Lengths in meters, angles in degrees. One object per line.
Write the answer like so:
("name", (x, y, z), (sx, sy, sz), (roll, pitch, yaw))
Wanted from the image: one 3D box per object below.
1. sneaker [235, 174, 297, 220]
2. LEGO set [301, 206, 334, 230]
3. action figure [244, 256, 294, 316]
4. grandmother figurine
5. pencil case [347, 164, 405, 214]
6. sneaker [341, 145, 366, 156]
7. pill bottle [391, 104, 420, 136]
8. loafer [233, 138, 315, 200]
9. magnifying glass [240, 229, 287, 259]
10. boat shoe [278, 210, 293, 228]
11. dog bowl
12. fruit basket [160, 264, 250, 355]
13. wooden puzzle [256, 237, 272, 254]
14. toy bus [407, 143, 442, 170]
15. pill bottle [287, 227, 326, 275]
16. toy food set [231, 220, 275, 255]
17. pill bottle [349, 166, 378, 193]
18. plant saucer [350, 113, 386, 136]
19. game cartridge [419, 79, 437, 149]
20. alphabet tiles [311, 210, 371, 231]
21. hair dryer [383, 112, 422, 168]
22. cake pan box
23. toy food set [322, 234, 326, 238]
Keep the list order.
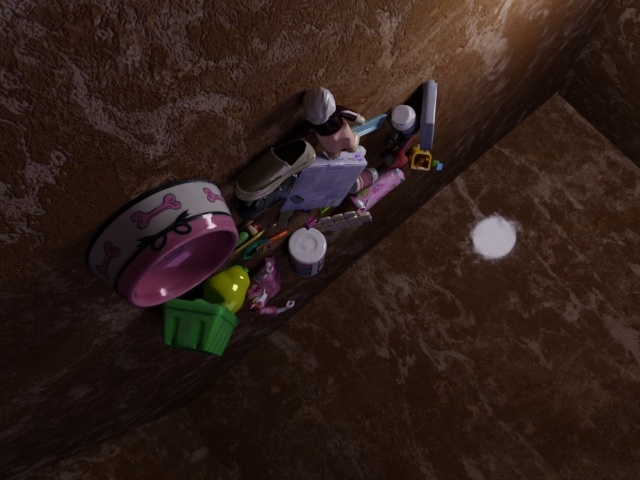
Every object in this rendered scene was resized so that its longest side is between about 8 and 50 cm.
("sneaker", (-0.172, -0.151, 1.483), (0.227, 0.087, 0.130), (-34, 172, 0))
("LEGO set", (-0.012, -0.132, 1.975), (0.227, 0.087, 0.093), (-39, 171, -29))
("action figure", (-0.274, 0.215, 2.066), (0.275, 0.248, 0.370), (-18, -164, 12))
("grandmother figurine", (0.021, -0.338, 1.384), (0.207, 0.104, 0.342), (-26, 165, 6))
("pencil case", (0.262, -0.242, 2.245), (0.284, 0.124, 0.124), (-41, 166, 4))
("sneaker", (0.091, -0.246, 1.838), (0.129, 0.111, 0.297), (-34, 166, -42))
("pill bottle", (0.318, -0.453, 1.789), (0.094, 0.094, 0.169), (-43, 165, 14))
("loafer", (-0.136, -0.214, 1.365), (0.268, 0.102, 0.092), (-36, 158, -12))
("magnifying glass", (-0.233, 0.013, 1.977), (0.231, 0.026, 0.092), (-28, 162, -33))
("boat shoe", (-0.131, -0.103, 1.837), (0.133, 0.049, 0.042), (114, 1, -47))
("dog bowl", (-0.405, 0.023, 1.301), (0.408, 0.150, 0.408), (-37, 166, -11))
("fruit basket", (-0.440, 0.257, 1.874), (0.392, 0.283, 0.392), (9, 90, -87))
("wooden puzzle", (-0.230, 0.028, 1.953), (0.078, 0.014, 0.116), (-38, 165, -5))
("toy bus", (0.478, -0.410, 2.301), (0.191, 0.202, 0.104), (-18, 125, -39))
("pill bottle", (-0.066, 0.072, 2.264), (0.176, 0.176, 0.318), (-36, 166, -14))
("toy food set", (-0.272, -0.023, 1.691), (0.218, 0.071, 0.128), (-36, -170, -7))
("pill bottle", (0.176, -0.262, 2.034), (0.152, 0.086, 0.086), (-28, 162, -39))
("plant saucer", (0.157, -0.402, 1.692), (0.192, 0.018, 0.067), (-31, 164, -33))
("game cartridge", (0.418, -0.465, 1.851), (0.060, 0.196, 0.294), (0, 171, 11))
("alphabet tiles", (0.100, -0.085, 2.258), (0.284, 0.021, 0.278), (-13, 169, 9))
("hair dryer", (0.371, -0.404, 2.086), (0.223, 0.080, 0.293), (-37, 163, -11))
("cake pan box", (0.003, -0.205, 1.651), (0.266, 0.070, 0.246), (-8, 152, -29))
("toy food set", (0.000, 0.000, 2.536), (0.082, 0.020, 0.083), (-40, 166, 2))
